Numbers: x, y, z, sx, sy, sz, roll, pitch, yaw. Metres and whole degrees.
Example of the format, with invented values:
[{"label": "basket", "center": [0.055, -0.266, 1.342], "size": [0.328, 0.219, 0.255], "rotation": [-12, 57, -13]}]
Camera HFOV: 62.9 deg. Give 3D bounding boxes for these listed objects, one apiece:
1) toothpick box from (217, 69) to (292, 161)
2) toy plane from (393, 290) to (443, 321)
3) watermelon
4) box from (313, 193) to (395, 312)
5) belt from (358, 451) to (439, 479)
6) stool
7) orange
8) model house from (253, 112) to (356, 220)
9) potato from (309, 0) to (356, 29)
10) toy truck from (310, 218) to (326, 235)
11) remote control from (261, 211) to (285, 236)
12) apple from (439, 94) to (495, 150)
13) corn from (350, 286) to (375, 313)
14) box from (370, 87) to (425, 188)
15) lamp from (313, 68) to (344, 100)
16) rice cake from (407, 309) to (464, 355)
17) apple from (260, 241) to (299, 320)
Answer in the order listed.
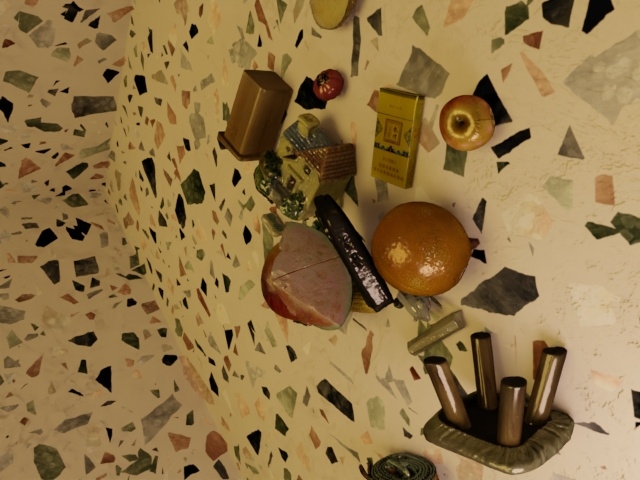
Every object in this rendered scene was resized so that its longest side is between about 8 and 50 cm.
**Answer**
[{"label": "toothpick box", "center": [-0.247, -0.483, 2.022], "size": [0.190, 0.187, 0.308], "rotation": [50, 132, 30]}, {"label": "toy plane", "center": [0.262, 0.135, 1.634], "size": [0.273, 0.107, 0.182], "rotation": [61, 153, 13]}, {"label": "watermelon", "center": [-0.032, 0.144, 1.848], "size": [0.319, 0.292, 0.222], "rotation": [23, 151, 3]}, {"label": "box", "center": [0.092, 0.026, 1.602], "size": [0.350, 0.091, 0.359], "rotation": [59, -178, -13]}, {"label": "belt", "center": [0.279, 0.818, 1.774], "size": [0.295, 0.206, 0.160], "rotation": [-6, 102, 67]}, {"label": "stool", "center": [0.445, 0.397, 1.332], "size": [0.310, 0.310, 0.226], "rotation": [3, 104, 49]}, {"label": "orange", "center": [0.277, 0.024, 1.450], "size": [0.274, 0.274, 0.274], "rotation": [21, 118, 47]}, {"label": "model house", "center": [-0.055, -0.263, 1.784], "size": [0.321, 0.261, 0.266], "rotation": [50, 134, 20]}, {"label": "potato", "center": [0.051, -0.753, 1.628], "size": [0.200, 0.081, 0.164], "rotation": [-29, 87, 55]}, {"label": "toy truck", "center": [0.001, 0.001, 1.964], "size": [0.080, 0.078, 0.154], "rotation": [-46, 52, 40]}, {"label": "remote control", "center": [-0.193, -0.067, 2.173], "size": [0.122, 0.074, 0.032], "rotation": [52, 140, 26]}, {"label": "apple", "center": [0.374, -0.300, 1.340], "size": [0.146, 0.146, 0.146], "rotation": [21, 118, 47]}, {"label": "corn", "center": [0.119, 0.208, 1.856], "size": [0.244, 0.093, 0.093], "rotation": [-4, 99, 51]}, {"label": "box", "center": [0.229, -0.309, 1.585], "size": [0.153, 0.041, 0.279], "rotation": [30, 125, 45]}, {"label": "lamp", "center": [0.026, -0.514, 1.729], "size": [0.107, 0.092, 0.107], "rotation": [-17, 60, 32]}, {"label": "rice cake", "center": [0.353, 0.290, 1.622], "size": [0.256, 0.052, 0.057], "rotation": [-48, 35, 48]}, {"label": "apple", "center": [-0.094, 0.174, 2.068], "size": [0.254, 0.179, 0.346], "rotation": [-3, 103, 14]}]
